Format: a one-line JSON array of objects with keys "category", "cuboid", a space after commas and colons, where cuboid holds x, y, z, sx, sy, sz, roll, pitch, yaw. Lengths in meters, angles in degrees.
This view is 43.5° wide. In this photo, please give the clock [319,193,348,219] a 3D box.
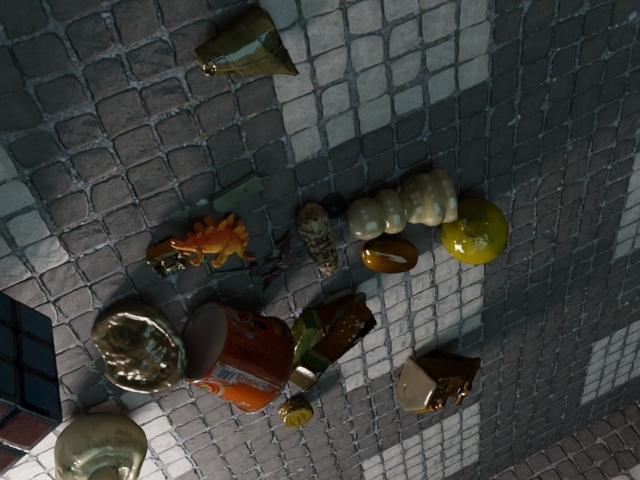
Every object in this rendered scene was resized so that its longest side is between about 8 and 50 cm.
[{"category": "clock", "cuboid": [0.031, -0.078, 1.885, 0.074, 0.010, 0.083, -39, 140, 7]}]

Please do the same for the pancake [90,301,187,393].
[{"category": "pancake", "cuboid": [-0.412, 0.249, 1.818, 0.222, 0.042, 0.236, 6, 113, 3]}]

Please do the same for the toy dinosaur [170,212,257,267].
[{"category": "toy dinosaur", "cuboid": [-0.214, -0.003, 1.752, 0.288, 0.070, 0.117, 6, 112, -52]}]

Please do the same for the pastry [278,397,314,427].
[{"category": "pastry", "cuboid": [-0.072, 0.513, 2.391, 0.097, 0.057, 0.109, 20, 117, -43]}]

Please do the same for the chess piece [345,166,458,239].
[{"category": "chess piece", "cuboid": [0.186, -0.072, 1.910, 0.261, 0.142, 0.142, -19, 139, -10]}]

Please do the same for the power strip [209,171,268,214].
[{"category": "power strip", "cuboid": [-0.172, -0.104, 1.715, 0.136, 0.019, 0.051, -32, 139, -2]}]

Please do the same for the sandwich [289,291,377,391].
[{"category": "sandwich", "cuboid": [0.011, 0.245, 2.103, 0.301, 0.162, 0.250, -45, 178, -11]}]

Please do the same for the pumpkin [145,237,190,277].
[{"category": "pumpkin", "cuboid": [-0.330, 0.043, 1.735, 0.074, 0.054, 0.083, -28, 145, 1]}]

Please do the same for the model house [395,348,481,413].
[{"category": "model house", "cuboid": [0.380, 0.451, 2.511, 0.229, 0.219, 0.199, -2, 121, -20]}]

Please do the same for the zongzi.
[{"category": "zongzi", "cuboid": [-0.135, -0.325, 1.475, 0.160, 0.078, 0.176, -27, 149, 3]}]

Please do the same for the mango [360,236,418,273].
[{"category": "mango", "cuboid": [0.171, 0.034, 2.044, 0.159, 0.084, 0.105, 16, 139, -20]}]

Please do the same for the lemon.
[{"category": "lemon", "cuboid": [0.399, -0.021, 2.065, 0.173, 0.173, 0.206, -45, 129, 15]}]

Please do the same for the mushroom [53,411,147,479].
[{"category": "mushroom", "cuboid": [-0.539, 0.563, 1.990, 0.254, 0.234, 0.260, -41, 140, 4]}]

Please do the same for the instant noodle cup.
[{"category": "instant noodle cup", "cuboid": [-0.211, 0.269, 1.913, 0.192, 0.250, 0.250, 29, 111, -39]}]

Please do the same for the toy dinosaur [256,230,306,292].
[{"category": "toy dinosaur", "cuboid": [-0.091, 0.056, 1.926, 0.108, 0.032, 0.220, -4, 135, -35]}]

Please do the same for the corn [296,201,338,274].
[{"category": "corn", "cuboid": [0.000, 0.000, 1.898, 0.079, 0.079, 0.237, -29, 143, -5]}]

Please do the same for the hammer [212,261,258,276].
[{"category": "hammer", "cuboid": [-0.200, 0.071, 1.884, 0.110, 0.019, 0.035, -4, 133, -23]}]

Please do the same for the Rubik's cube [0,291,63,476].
[{"category": "Rubik's cube", "cuboid": [-0.704, 0.267, 1.498, 0.304, 0.301, 0.305, -40, 133, 10]}]
